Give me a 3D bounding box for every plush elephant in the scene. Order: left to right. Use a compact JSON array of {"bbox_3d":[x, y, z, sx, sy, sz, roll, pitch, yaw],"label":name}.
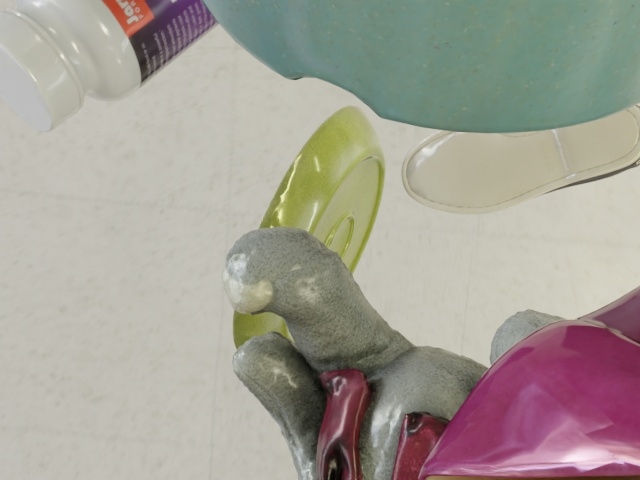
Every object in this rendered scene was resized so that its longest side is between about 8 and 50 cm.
[{"bbox_3d":[0.028,0.191,0.892,0.272,0.330,0.255,21,62,29],"label":"plush elephant"}]

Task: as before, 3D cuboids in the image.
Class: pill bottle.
[{"bbox_3d":[-0.133,-0.161,0.932,0.193,0.108,0.108,-43,96,-22],"label":"pill bottle"}]

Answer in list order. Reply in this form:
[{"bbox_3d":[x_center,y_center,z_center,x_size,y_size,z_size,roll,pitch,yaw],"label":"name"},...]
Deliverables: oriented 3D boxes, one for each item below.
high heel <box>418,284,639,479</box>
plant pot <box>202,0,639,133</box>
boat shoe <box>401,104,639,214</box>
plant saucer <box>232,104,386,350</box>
[{"bbox_3d":[0.192,0.134,0.529,0.181,0.377,0.127,-36,119,-7],"label":"high heel"},{"bbox_3d":[0.078,-0.244,0.545,0.341,0.341,0.334,10,136,2],"label":"plant pot"},{"bbox_3d":[0.165,-0.064,1.105,0.206,0.065,0.075,-12,86,28],"label":"boat shoe"},{"bbox_3d":[0.000,0.000,1.223,0.037,0.241,0.241,24,101,17],"label":"plant saucer"}]
